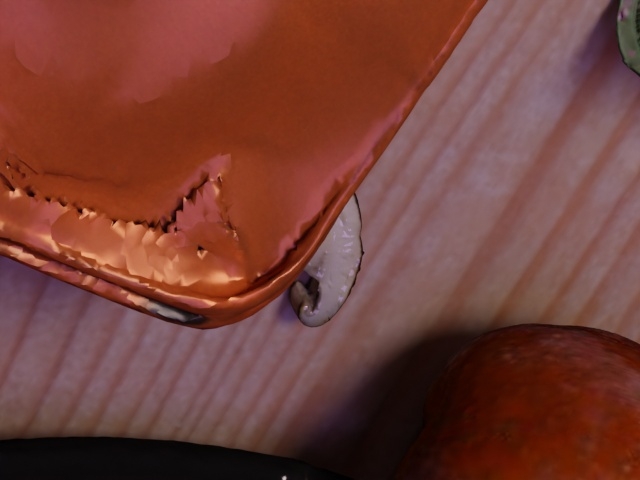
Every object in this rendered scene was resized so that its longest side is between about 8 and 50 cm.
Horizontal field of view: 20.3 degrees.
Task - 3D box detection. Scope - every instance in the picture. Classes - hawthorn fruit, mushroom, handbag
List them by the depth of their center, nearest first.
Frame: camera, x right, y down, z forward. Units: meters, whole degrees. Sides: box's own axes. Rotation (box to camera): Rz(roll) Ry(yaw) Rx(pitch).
[{"bbox_3d":[-0.124,-0.154,0.771,0.410,0.116,0.303,26,105,-33],"label":"handbag"},{"bbox_3d":[-0.001,0.000,0.974,0.049,0.019,0.101,-6,118,-21],"label":"mushroom"},{"bbox_3d":[0.154,0.155,0.993,0.263,0.231,0.235,-22,146,32],"label":"hawthorn fruit"}]

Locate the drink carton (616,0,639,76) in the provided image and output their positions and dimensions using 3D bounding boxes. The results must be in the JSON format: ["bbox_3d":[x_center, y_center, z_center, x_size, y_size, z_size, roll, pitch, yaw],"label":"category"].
[{"bbox_3d":[0.264,-0.111,0.955,0.142,0.146,0.144,25,107,-41],"label":"drink carton"}]

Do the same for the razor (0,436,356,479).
[{"bbox_3d":[-0.128,0.192,0.976,0.327,0.107,0.189,12,114,-29],"label":"razor"}]
